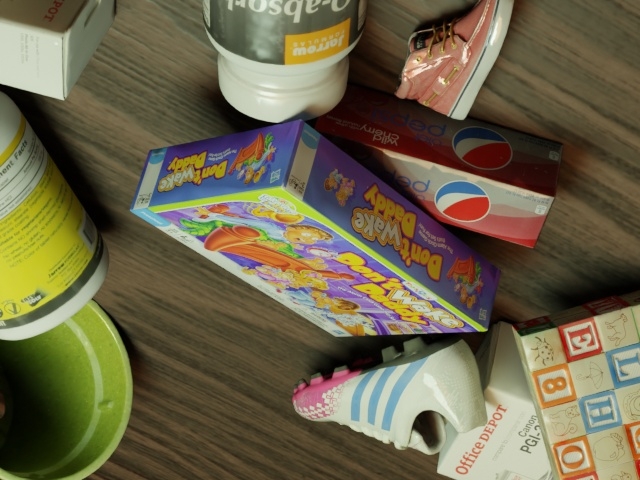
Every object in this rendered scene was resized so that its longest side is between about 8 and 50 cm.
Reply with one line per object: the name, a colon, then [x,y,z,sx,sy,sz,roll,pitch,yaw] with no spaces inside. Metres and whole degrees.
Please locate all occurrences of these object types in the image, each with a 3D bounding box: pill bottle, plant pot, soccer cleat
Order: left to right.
pill bottle: [-0.403,-0.057,1.594,0.188,0.188,0.334,-8,130,26]
plant pot: [-0.440,0.209,1.844,0.276,0.276,0.254,44,142,-24]
pill bottle: [-0.032,-0.258,1.285,0.162,0.162,0.278,11,136,8]
soccer cleat: [0.078,0.207,1.679,0.331,0.116,0.143,-27,84,54]

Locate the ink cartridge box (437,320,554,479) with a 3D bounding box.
ink cartridge box: [0.311,0.244,1.698,0.283,0.117,0.207,20,137,-1]

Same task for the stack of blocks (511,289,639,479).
stack of blocks: [0.342,0.220,1.543,0.171,0.087,0.297,-15,95,2]

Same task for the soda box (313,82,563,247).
soda box: [0.120,-0.082,1.457,0.263,0.092,0.083,16,137,3]

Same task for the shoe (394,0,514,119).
shoe: [0.132,-0.196,1.360,0.081,0.063,0.178,16,141,-4]

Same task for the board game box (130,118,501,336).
board game box: [0.000,0.000,1.484,0.233,0.078,0.347,-7,149,44]

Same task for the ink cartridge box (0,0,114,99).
ink cartridge box: [-0.335,-0.247,1.405,0.212,0.154,0.093,13,136,5]
